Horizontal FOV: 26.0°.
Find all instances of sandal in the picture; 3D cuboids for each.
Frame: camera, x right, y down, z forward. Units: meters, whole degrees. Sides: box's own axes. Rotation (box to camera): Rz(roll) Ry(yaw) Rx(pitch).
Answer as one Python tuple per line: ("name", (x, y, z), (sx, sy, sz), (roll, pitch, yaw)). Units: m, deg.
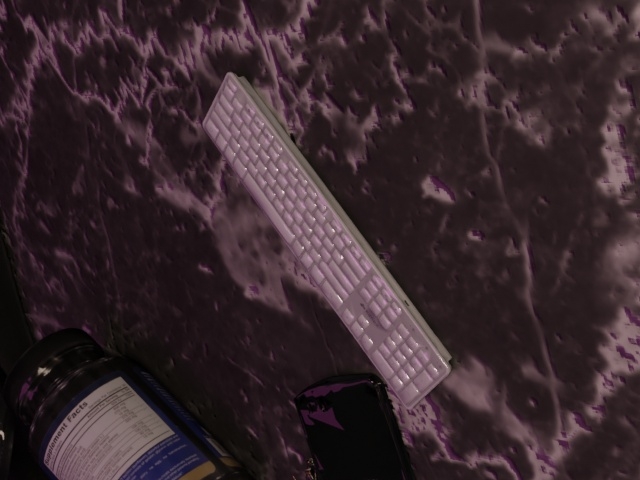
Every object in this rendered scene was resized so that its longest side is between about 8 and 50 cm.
("sandal", (-0.346, 0.139, 1.365), (0.168, 0.107, 0.445), (0, 111, 50))

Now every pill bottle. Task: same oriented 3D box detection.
("pill bottle", (-0.165, 0.175, 1.162), (0.219, 0.123, 0.122), (41, 137, 27))

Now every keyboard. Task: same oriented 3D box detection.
("keyboard", (0.000, 0.000, 0.954), (0.256, 0.014, 0.072), (54, 142, 12))
("keyboard", (0.033, 0.185, 1.021), (0.100, 0.038, 0.192), (-10, 103, 28))
